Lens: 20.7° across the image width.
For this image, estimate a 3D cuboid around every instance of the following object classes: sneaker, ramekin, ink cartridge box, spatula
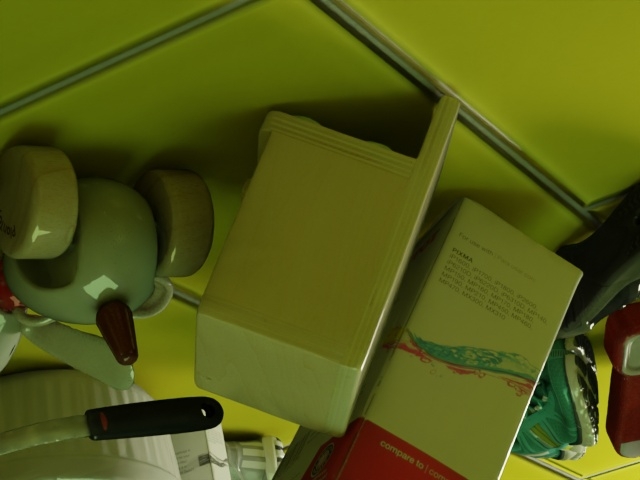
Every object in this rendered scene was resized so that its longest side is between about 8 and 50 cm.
[{"bbox_3d":[0.289,0.028,1.558,0.130,0.087,0.227,10,144,-26],"label":"sneaker"},{"bbox_3d":[-0.145,0.280,1.966,0.132,0.086,0.228,10,139,-29],"label":"sneaker"},{"bbox_3d":[-0.265,0.225,1.704,0.273,0.127,0.273,-6,152,-3],"label":"ramekin"},{"bbox_3d":[-0.146,0.252,1.821,0.099,0.135,0.056,-17,158,16],"label":"ink cartridge box"},{"bbox_3d":[0.072,0.148,1.447,0.131,0.306,0.226,33,147,-5],"label":"ink cartridge box"},{"bbox_3d":[-0.209,0.153,1.392,0.296,0.084,0.030,-5,157,-28],"label":"spatula"},{"bbox_3d":[0.238,0.180,1.868,0.110,0.107,0.275,0,156,0],"label":"sneaker"}]

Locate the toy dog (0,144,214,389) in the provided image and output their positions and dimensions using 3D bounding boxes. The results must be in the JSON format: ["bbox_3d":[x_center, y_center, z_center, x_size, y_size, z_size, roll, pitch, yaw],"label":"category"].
[{"bbox_3d":[-0.199,0.060,1.338,0.220,0.161,0.333,-4,155,-14],"label":"toy dog"}]

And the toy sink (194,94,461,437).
[{"bbox_3d":[0.000,0.000,1.293,0.131,0.234,0.153,20,156,4],"label":"toy sink"}]

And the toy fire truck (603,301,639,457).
[{"bbox_3d":[0.438,0.137,1.801,0.302,0.169,0.254,-10,138,-4],"label":"toy fire truck"}]
